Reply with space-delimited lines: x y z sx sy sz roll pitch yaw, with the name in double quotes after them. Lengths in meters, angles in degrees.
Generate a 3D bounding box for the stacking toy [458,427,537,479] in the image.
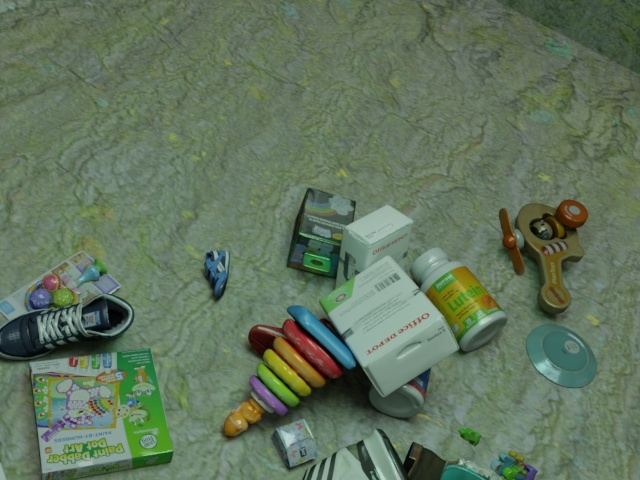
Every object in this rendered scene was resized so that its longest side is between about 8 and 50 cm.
0.395 0.473 1.751 0.221 0.052 0.167 32 1 -34 "stacking toy"

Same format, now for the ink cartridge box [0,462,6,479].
-0.611 0.420 1.498 0.093 0.160 0.219 -15 57 -29 "ink cartridge box"

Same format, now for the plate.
0.606 0.281 2.124 0.188 0.024 0.188 9 47 -10 "plate"

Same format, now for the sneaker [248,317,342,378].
-0.052 0.223 1.929 0.221 0.087 0.128 27 37 -10 "sneaker"

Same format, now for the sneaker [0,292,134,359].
-0.518 0.174 1.739 0.282 0.153 0.099 -9 82 -27 "sneaker"

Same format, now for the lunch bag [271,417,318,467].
-0.050 0.421 1.761 0.071 0.053 0.083 -14 65 -27 "lunch bag"

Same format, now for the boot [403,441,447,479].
0.211 0.518 1.742 0.106 0.082 0.219 21 45 4 "boot"

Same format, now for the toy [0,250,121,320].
-0.569 0.108 1.859 0.137 0.056 0.237 39 49 17 "toy"

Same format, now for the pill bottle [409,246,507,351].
0.329 0.138 2.080 0.136 0.136 0.245 -19 58 -31 "pill bottle"

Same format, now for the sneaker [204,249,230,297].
-0.246 0.078 2.000 0.059 0.053 0.144 10 39 -11 "sneaker"

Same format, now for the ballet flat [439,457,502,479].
0.401 0.596 1.718 0.409 0.147 0.147 42 50 12 "ballet flat"

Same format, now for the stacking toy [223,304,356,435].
-0.086 0.295 1.766 0.302 0.175 0.166 -46 103 -7 "stacking toy"

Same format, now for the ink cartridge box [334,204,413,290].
0.125 0.044 2.032 0.159 0.217 0.092 -28 51 -35 "ink cartridge box"

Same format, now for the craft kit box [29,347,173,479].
-0.441 0.343 1.698 0.250 0.061 0.246 -5 54 -22 "craft kit box"

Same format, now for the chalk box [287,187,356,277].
0.000 0.000 2.097 0.133 0.132 0.213 16 48 -6 "chalk box"

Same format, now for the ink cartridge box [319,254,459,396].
0.144 0.182 1.859 0.198 0.114 0.273 -32 35 -3 "ink cartridge box"

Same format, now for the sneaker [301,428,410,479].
0.091 0.592 1.569 0.258 0.169 0.447 -26 50 1 "sneaker"

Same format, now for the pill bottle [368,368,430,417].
0.189 0.276 1.919 0.124 0.124 0.221 20 48 0 "pill bottle"

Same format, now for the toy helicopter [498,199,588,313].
0.589 0.038 2.261 0.235 0.140 0.354 10 50 -7 "toy helicopter"
